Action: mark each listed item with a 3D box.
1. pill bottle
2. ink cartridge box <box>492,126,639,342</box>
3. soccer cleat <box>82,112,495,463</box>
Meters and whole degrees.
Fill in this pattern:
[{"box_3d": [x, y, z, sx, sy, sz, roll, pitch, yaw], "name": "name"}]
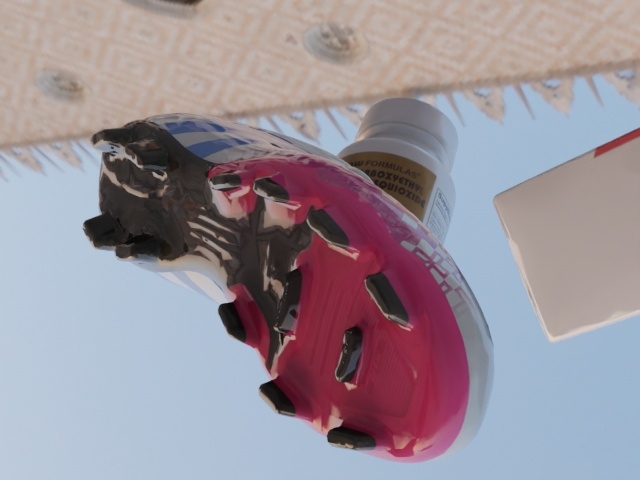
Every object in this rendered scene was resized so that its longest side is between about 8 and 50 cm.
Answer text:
[{"box_3d": [0.060, -0.025, 1.080, 0.131, 0.131, 0.229, -3, -132, 29], "name": "pill bottle"}, {"box_3d": [0.323, -0.036, 0.876, 0.226, 0.306, 0.131, -29, -103, 46], "name": "ink cartridge box"}, {"box_3d": [0.000, 0.000, 0.572, 0.331, 0.143, 0.116, 31, -62, 50], "name": "soccer cleat"}]
